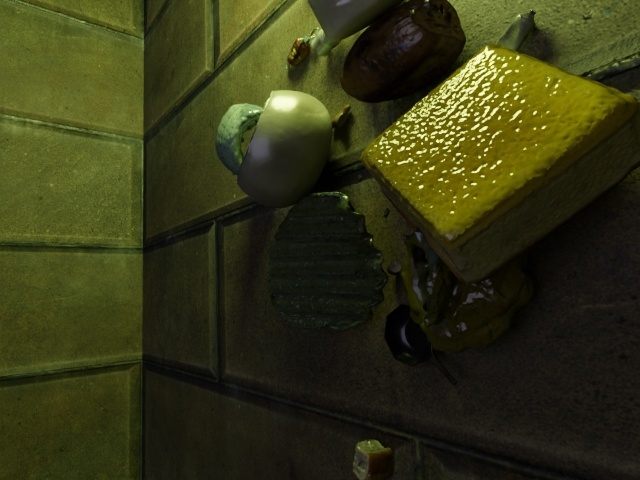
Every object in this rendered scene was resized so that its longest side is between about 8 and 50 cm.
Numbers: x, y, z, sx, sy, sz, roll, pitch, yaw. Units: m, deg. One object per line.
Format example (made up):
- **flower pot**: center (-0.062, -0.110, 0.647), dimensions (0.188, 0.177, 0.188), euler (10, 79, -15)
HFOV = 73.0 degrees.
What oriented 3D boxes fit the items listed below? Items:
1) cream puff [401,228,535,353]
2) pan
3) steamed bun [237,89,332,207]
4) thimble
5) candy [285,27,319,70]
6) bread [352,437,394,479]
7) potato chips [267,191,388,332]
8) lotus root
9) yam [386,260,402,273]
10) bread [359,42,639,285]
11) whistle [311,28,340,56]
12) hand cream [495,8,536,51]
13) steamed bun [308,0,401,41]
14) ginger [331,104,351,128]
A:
- **cream puff**: center (0.244, 0.072, 0.811), dimensions (0.282, 0.185, 0.281), euler (-3, 86, 49)
- **pan**: center (0.217, 0.237, 0.938), dimensions (0.128, 0.048, 0.201), euler (-50, 50, 38)
- **steamed bun**: center (-0.086, -0.242, 1.184), dimensions (0.324, 0.207, 0.323), euler (-160, 90, -81)
- **thimble**: center (-0.232, -0.315, 1.412), dimensions (0.172, 0.205, 0.249), euler (31, 129, 48)
- **candy**: center (-0.068, -0.596, 1.353), dimensions (0.182, 0.047, 0.053), euler (-30, 63, 49)
- **bread**: center (0.122, 0.522, 1.021), dimensions (0.077, 0.070, 0.083), euler (17, 104, 52)
- **potato chips**: center (-0.012, 0.060, 1.124), dimensions (0.430, 0.070, 0.357), euler (-8, 90, 46)
- **lotus root**: center (0.163, -0.414, 0.953), dimensions (0.291, 0.193, 0.193), euler (-20, 72, 52)
- **yam**: center (0.164, 0.061, 0.965), dimensions (0.032, 0.145, 0.032), euler (-1, 85, 7)
- **bread**: center (0.272, -0.142, 0.716), dimensions (0.333, 0.143, 0.323), euler (-38, 44, 9)
- **whistle**: center (0.085, -0.596, 1.115), dimensions (0.346, 0.134, 0.142), euler (-25, 72, 58)
- **hand cream**: center (0.351, -0.363, 0.834), dimensions (0.165, 0.037, 0.057), euler (-58, 47, 42)
- **steamed bun**: center (0.093, -0.542, 0.915), dimensions (0.242, 0.164, 0.146), euler (-30, 103, 13)
- **ginger**: center (0.056, -0.334, 1.195), dimensions (0.097, 0.030, 0.048), euler (-37, 32, 46)
